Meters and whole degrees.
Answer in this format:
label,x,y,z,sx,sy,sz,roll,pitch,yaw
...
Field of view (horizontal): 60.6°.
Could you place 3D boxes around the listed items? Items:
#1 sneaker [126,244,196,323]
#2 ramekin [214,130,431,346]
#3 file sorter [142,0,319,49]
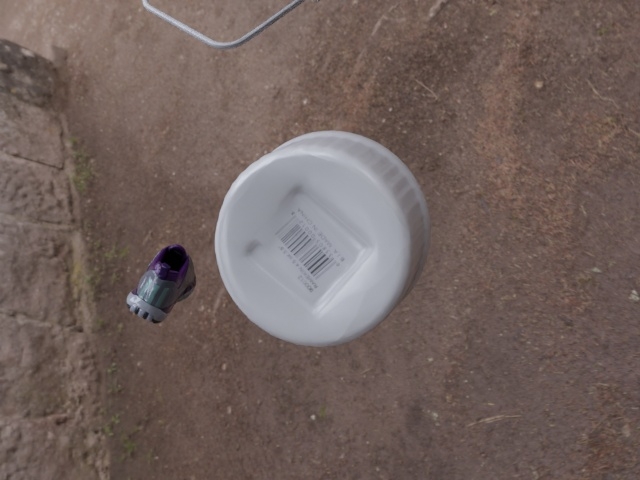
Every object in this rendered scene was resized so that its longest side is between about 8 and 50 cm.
label,x,y,z,sx,sy,sz,roll,pitch,yaw
sneaker,-0.222,0.042,0.851,0.098,0.083,0.224,-56,12,15
ramekin,0.000,0.000,0.708,0.277,0.135,0.278,3,103,13
file sorter,-0.127,-0.381,0.587,0.192,0.278,0.173,35,66,25
